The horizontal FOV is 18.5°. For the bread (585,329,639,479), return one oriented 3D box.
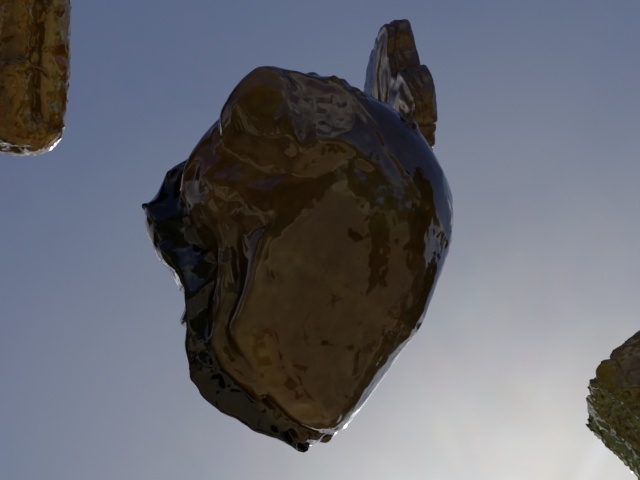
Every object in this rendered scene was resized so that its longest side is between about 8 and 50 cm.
[{"bbox_3d":[0.341,0.130,1.730,0.196,0.138,0.102,-30,-33,-24],"label":"bread"}]

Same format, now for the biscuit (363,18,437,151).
[{"bbox_3d":[0.071,-0.091,1.879,0.041,0.208,0.290,-6,-16,-7],"label":"biscuit"}]

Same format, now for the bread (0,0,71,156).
[{"bbox_3d":[-0.260,-0.178,1.689,0.083,0.211,0.114,2,0,-34],"label":"bread"}]

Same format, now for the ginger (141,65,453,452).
[{"bbox_3d":[0.003,0.001,1.541,0.223,0.269,0.200,-40,-34,23],"label":"ginger"}]
